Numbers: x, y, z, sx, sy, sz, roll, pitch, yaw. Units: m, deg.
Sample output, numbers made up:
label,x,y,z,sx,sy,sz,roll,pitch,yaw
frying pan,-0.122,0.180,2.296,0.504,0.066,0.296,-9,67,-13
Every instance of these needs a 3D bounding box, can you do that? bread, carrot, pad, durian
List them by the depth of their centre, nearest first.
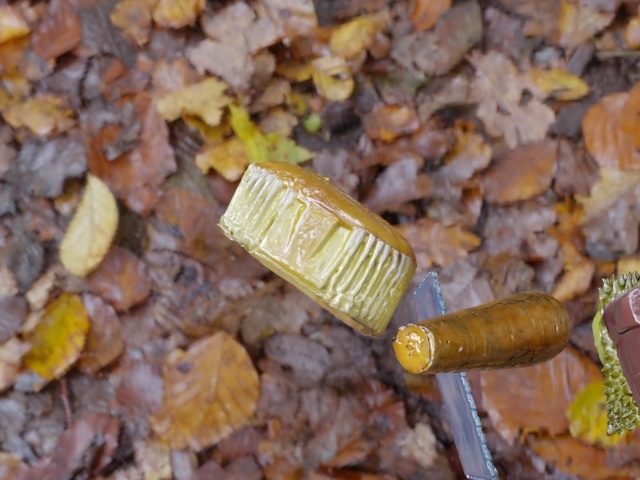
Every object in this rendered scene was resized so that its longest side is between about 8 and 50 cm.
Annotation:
label,x,y,z,sx,sy,sz,roll,pitch,yaw
carrot,0.114,0.068,0.810,0.161,0.055,0.055,-7,41,-44
bread,0.000,0.000,1.111,0.190,0.132,0.114,30,88,14
pad,0.168,0.180,1.507,0.012,0.269,0.270,-16,80,-3
durian,0.458,0.125,1.635,0.172,0.166,0.306,5,34,2

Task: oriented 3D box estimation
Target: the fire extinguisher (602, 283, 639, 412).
label,x,y,z,sx,sy,sz,roll,pitch,yaw
fire extinguisher,0.235,0.141,0.576,0.104,0.105,0.269,-18,70,1
